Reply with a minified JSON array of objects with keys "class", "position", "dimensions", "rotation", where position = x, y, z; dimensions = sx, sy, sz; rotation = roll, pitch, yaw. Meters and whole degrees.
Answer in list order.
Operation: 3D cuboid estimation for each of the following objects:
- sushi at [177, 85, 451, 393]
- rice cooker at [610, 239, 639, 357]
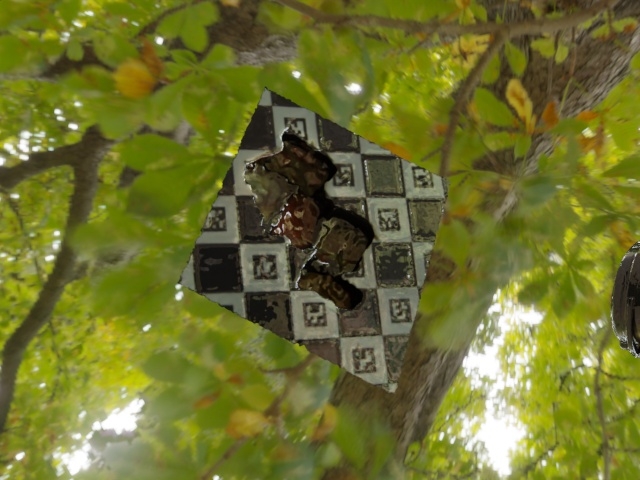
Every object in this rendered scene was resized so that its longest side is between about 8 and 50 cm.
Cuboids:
[{"class":"sushi","position":[0.000,0.000,1.147],"dimensions":[0.292,0.059,0.294],"rotation":[27,-114,-15]},{"class":"rice cooker","position":[0.462,0.080,1.274],"dimensions":[0.106,0.112,0.165],"rotation":[-3,-95,46]}]
